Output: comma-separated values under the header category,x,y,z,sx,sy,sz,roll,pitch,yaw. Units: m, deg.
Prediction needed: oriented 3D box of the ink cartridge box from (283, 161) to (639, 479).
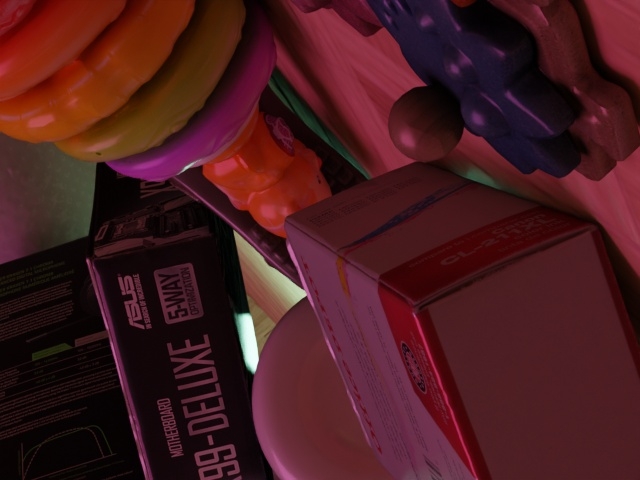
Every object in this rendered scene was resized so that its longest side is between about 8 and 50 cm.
category,x,y,z,sx,sy,sz,roll,pitch,yaw
ink cartridge box,0.058,0.047,0.558,0.127,0.072,0.175,68,170,-16

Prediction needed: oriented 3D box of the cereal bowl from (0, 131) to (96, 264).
category,x,y,z,sx,sy,sz,roll,pitch,yaw
cereal bowl,-0.226,-0.085,1.322,0.339,0.141,0.339,-14,-90,-73

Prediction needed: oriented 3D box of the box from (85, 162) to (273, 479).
category,x,y,z,sx,sy,sz,roll,pitch,yaw
box,-0.090,0.045,0.970,0.307,0.076,0.242,-105,4,-64

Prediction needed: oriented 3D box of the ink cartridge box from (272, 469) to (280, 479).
category,x,y,z,sx,sy,sz,roll,pitch,yaw
ink cartridge box,0.053,0.208,1.189,0.197,0.198,0.270,46,174,25

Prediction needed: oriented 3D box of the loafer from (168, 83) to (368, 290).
category,x,y,z,sx,sy,sz,roll,pitch,yaw
loafer,-0.067,-0.066,0.799,0.251,0.094,0.087,50,170,-7

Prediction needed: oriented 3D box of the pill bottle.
category,x,y,z,sx,sy,sz,roll,pitch,yaw
pill bottle,0.042,0.117,0.922,0.146,0.146,0.264,48,174,13

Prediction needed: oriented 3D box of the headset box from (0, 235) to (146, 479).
category,x,y,z,sx,sy,sz,roll,pitch,yaw
headset box,-0.167,0.165,1.175,0.246,0.131,0.283,65,-171,-47

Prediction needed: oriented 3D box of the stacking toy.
category,x,y,z,sx,sy,sz,roll,pitch,yaw
stacking toy,-0.087,-0.087,0.658,0.302,0.165,0.175,40,-163,-37

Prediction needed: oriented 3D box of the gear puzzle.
category,x,y,z,sx,sy,sz,roll,pitch,yaw
gear puzzle,-0.025,-0.128,0.305,0.175,0.044,0.339,45,173,35
